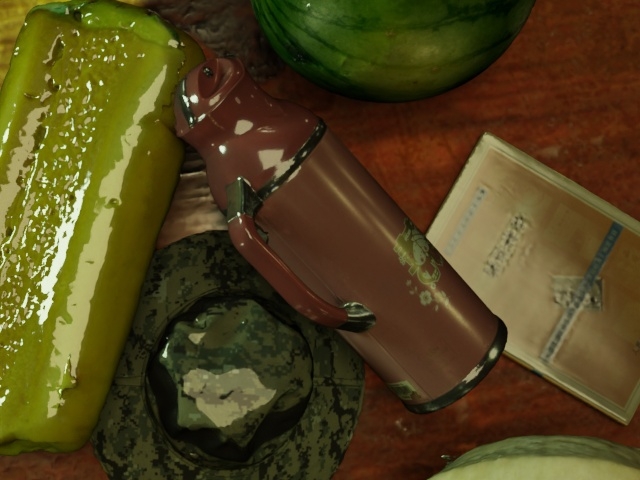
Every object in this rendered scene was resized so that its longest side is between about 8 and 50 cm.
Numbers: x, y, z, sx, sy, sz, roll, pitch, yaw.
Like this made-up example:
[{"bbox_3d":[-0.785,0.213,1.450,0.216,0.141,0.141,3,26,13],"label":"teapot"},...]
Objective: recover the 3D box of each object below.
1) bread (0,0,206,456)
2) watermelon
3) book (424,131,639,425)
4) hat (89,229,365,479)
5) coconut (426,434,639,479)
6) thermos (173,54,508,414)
[{"bbox_3d":[-0.207,-0.012,0.953,0.166,0.112,0.383,14,80,12],"label":"bread"},{"bbox_3d":[0.060,-0.230,0.951,0.242,0.242,0.242,1,82,-6],"label":"watermelon"},{"bbox_3d":[0.209,0.033,1.043,0.242,0.018,0.170,30,81,-2],"label":"book"},{"bbox_3d":[-0.074,0.112,0.949,0.266,0.128,0.265,2,79,-9],"label":"hat"},{"bbox_3d":[0.176,0.307,0.848,0.323,0.323,0.323,1,82,-6],"label":"coconut"},{"bbox_3d":[-0.002,-0.001,0.928,0.330,0.109,0.136,47,69,-15],"label":"thermos"}]
